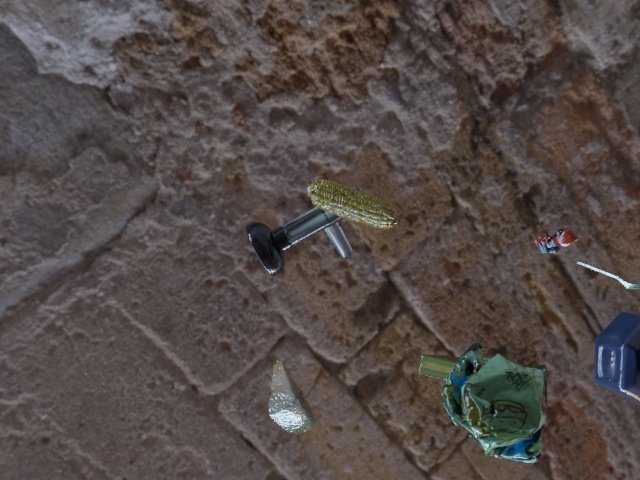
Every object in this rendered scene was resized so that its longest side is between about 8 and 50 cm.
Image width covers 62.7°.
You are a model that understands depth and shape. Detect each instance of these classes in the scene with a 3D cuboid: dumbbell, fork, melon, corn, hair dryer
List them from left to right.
[{"bbox_3d":[-0.043,0.307,0.960,0.098,0.054,0.182,-104,-8,-49],"label":"melon"},{"bbox_3d":[-0.009,0.018,1.449,0.156,0.320,0.284,-117,6,-49],"label":"hair dryer"},{"bbox_3d":[0.075,-0.089,1.277,0.238,0.080,0.080,21,165,15],"label":"corn"},{"bbox_3d":[0.842,0.107,1.519,0.235,0.021,0.039,18,141,-9],"label":"fork"},{"bbox_3d":[0.609,0.218,0.824,0.160,0.144,0.325,30,173,-26],"label":"dumbbell"}]

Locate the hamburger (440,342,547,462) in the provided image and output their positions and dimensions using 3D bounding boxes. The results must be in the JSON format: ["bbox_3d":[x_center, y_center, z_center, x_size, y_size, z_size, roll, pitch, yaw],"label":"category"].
[{"bbox_3d":[0.438,0.409,1.331,0.276,0.261,0.150,16,174,25],"label":"hamburger"}]

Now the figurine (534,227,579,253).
[{"bbox_3d":[0.839,0.001,1.857,0.140,0.068,0.075,-23,90,46],"label":"figurine"}]

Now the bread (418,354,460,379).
[{"bbox_3d":[0.415,0.431,1.799,0.139,0.074,0.084,7,-179,22],"label":"bread"}]
